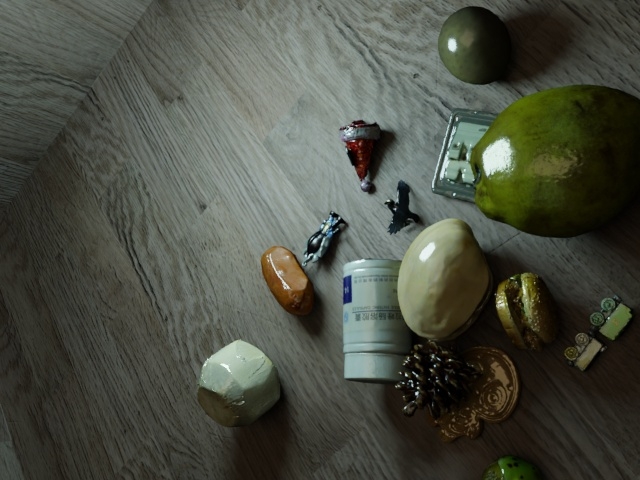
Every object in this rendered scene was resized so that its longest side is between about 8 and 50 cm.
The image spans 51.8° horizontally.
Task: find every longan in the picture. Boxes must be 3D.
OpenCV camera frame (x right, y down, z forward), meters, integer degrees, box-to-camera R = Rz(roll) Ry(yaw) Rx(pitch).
[{"bbox_3d":[0.420,-0.532,1.798,0.196,0.196,0.220,-34,66,25],"label":"longan"}]

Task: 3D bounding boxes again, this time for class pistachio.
[{"bbox_3d":[0.322,0.100,1.704,0.238,0.229,0.321,9,82,30],"label":"pistachio"}]

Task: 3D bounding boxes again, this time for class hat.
[{"bbox_3d":[0.123,-0.261,2.019,0.140,0.128,0.227,-169,72,-76],"label":"hat"}]

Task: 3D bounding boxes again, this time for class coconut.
[{"bbox_3d":[-0.243,0.434,2.037,0.245,0.247,0.245,24,133,28],"label":"coconut"}]

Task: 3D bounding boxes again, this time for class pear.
[{"bbox_3d":[0.560,-0.178,1.538,0.413,0.352,0.352,-16,71,25],"label":"pear"}]

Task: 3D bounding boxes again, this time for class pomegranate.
[{"bbox_3d":[0.471,0.577,1.562,0.143,0.122,0.169,66,156,21],"label":"pomegranate"}]

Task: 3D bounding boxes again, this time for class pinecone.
[{"bbox_3d":[0.285,0.357,1.665,0.185,0.168,0.212,35,109,6],"label":"pinecone"}]

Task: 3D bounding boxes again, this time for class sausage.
[{"bbox_3d":[-0.105,0.127,2.070,0.133,0.133,0.258,-46,56,19],"label":"sausage"}]

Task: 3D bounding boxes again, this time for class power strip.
[{"bbox_3d":[0.434,-0.230,1.784,0.257,0.092,0.251,16,86,33],"label":"power strip"}]

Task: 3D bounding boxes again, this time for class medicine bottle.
[{"bbox_3d":[0.157,0.228,1.822,0.190,0.190,0.332,-9,75,34],"label":"medicine bottle"}]

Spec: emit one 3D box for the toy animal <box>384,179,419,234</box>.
[{"bbox_3d":[0.231,-0.084,1.892,0.062,0.108,0.220,-18,35,35],"label":"toy animal"}]

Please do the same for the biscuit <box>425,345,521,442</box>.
[{"bbox_3d":[0.390,0.402,1.714,0.288,0.044,0.202,-45,59,17],"label":"biscuit"}]

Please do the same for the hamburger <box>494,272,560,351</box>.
[{"bbox_3d":[0.505,0.177,1.590,0.118,0.182,0.191,-22,52,35],"label":"hamburger"}]

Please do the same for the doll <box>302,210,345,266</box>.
[{"bbox_3d":[0.000,0.000,2.059,0.195,0.070,0.096,-55,44,4],"label":"doll"}]

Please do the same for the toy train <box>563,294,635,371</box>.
[{"bbox_3d":[0.655,0.223,1.551,0.081,0.060,0.202,39,105,29],"label":"toy train"}]
